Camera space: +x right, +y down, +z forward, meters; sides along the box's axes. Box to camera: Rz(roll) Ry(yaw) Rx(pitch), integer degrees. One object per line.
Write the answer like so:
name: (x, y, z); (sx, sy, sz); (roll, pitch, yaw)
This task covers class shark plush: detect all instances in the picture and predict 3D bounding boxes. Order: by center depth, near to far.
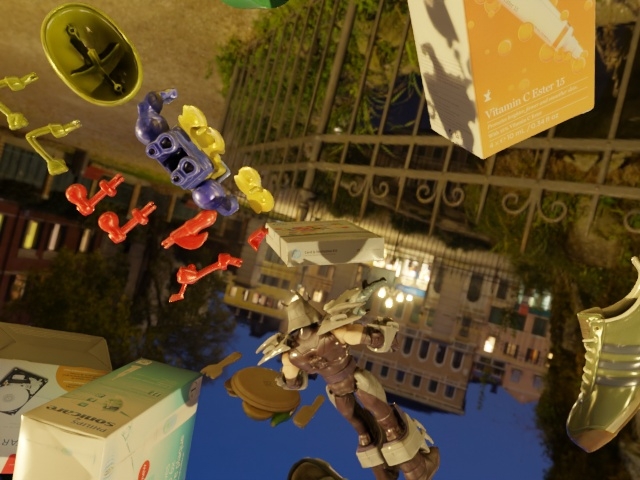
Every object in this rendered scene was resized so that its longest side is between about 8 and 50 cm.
shark plush: (0.067, 0.125, 1.028); (0.067, 0.161, 0.073); (37, -171, -17)

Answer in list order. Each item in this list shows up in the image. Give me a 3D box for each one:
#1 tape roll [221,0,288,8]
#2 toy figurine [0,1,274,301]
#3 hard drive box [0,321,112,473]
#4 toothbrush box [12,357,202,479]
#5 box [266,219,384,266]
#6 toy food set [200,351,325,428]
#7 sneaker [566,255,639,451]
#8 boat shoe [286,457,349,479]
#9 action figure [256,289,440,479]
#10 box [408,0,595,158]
tape roll: (-0.131, -0.610, 0.989); (0.077, 0.321, 0.321); (12, 178, 28)
toy figurine: (-0.226, -0.116, 0.728); (0.362, 0.191, 0.217); (48, -176, -9)
hard drive box: (-0.476, 0.260, 0.853); (0.181, 0.232, 0.089); (19, -161, -38)
toothbrush box: (-0.306, 0.325, 0.790); (0.126, 0.216, 0.295); (11, -178, 11)
box: (0.000, 0.000, 0.824); (0.145, 0.038, 0.186); (-3, -170, -14)
toy food set: (-0.096, 0.257, 0.881); (0.192, 0.039, 0.132); (24, -167, 17)
sneaker: (0.274, 0.100, 0.495); (0.086, 0.192, 0.064); (36, -163, 13)
boat shoe: (0.016, 0.378, 0.695); (0.091, 0.114, 0.302); (49, 162, -7)
action figure: (0.036, 0.183, 0.678); (0.185, 0.285, 0.099); (-28, -172, 35)
box: (0.272, -0.339, 0.803); (0.215, 0.345, 0.168); (-25, -145, -6)
